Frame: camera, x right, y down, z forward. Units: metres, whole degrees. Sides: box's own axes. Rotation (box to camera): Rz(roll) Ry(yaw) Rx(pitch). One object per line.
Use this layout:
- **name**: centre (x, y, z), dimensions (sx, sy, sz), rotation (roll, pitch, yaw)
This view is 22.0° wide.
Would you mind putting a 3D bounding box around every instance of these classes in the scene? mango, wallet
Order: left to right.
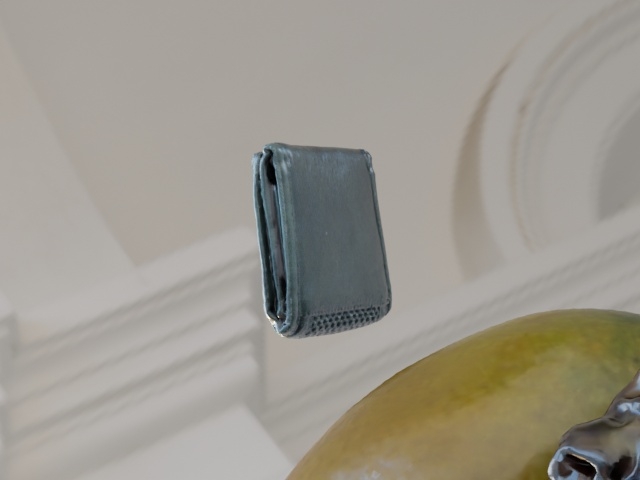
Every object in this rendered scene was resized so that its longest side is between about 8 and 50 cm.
- **wallet**: centre (0.000, 0.000, 0.773), dimensions (0.026, 0.088, 0.129), rotation (-9, -2, 22)
- **mango**: centre (0.044, 0.119, 0.518), dimensions (0.151, 0.120, 0.221), rotation (18, -83, -25)

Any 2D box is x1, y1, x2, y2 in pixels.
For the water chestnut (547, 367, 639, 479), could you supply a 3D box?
- **water chestnut**: centre (0.177, 0.069, 0.396), dimensions (0.224, 0.238, 0.223), rotation (9, -90, -74)
